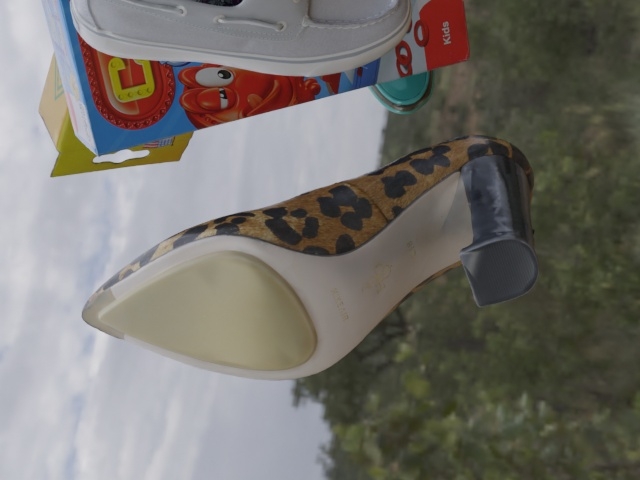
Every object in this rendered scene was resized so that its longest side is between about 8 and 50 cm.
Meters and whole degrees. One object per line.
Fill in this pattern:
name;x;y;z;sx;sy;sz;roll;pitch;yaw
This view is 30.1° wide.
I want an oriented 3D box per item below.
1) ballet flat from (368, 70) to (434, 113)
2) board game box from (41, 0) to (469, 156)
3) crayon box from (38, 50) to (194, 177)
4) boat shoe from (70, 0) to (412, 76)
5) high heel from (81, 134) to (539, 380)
ballet flat;0.062;-0.226;1.313;0.087;0.083;0.247;97;156;-62
board game box;-0.060;-0.248;0.861;0.086;0.302;0.308;-146;42;-63
crayon box;-0.235;-0.221;1.513;0.081;0.202;0.318;59;140;28
boat shoe;-0.037;-0.132;0.624;0.063;0.184;0.066;117;155;-64
high heel;0.000;0.000;0.714;0.186;0.261;0.093;-75;-25;-66
